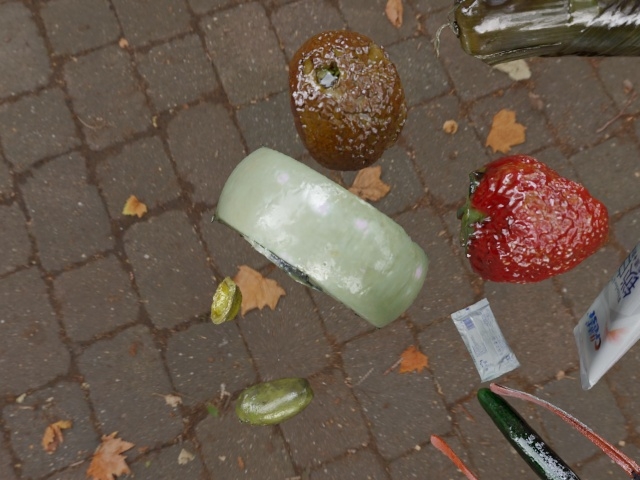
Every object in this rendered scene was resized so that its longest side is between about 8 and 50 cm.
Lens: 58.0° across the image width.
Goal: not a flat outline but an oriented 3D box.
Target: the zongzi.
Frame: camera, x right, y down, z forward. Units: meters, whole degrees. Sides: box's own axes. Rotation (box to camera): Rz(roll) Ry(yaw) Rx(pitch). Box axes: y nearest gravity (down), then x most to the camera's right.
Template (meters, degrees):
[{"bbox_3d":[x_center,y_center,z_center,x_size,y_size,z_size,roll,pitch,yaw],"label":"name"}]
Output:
[{"bbox_3d":[0.270,-0.215,0.570,0.248,0.111,0.241,-18,43,-7],"label":"zongzi"}]

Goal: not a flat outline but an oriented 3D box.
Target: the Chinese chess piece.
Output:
[{"bbox_3d":[0.000,0.000,0.918,0.349,0.349,0.146,34,87,3],"label":"Chinese chess piece"}]

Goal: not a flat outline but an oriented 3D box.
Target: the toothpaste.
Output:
[{"bbox_3d":[0.331,0.010,0.539,0.066,0.323,0.100,22,36,1],"label":"toothpaste"}]

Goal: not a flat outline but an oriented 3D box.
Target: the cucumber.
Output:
[{"bbox_3d":[0.376,0.369,1.025,0.056,0.056,0.284,-33,48,-10],"label":"cucumber"}]

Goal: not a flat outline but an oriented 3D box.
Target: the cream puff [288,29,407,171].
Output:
[{"bbox_3d":[0.069,-0.288,1.178,0.212,0.303,0.303,-11,78,20],"label":"cream puff"}]

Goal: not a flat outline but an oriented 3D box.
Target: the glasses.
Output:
[{"bbox_3d":[0.314,0.311,0.809,0.234,0.118,0.268,-26,54,-36],"label":"glasses"}]

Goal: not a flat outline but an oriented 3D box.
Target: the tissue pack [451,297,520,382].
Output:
[{"bbox_3d":[0.426,0.257,1.490,0.123,0.026,0.193,-20,80,-22],"label":"tissue pack"}]

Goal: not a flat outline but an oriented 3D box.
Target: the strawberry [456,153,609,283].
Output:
[{"bbox_3d":[0.410,-0.031,1.114,0.277,0.257,0.257,5,78,7],"label":"strawberry"}]

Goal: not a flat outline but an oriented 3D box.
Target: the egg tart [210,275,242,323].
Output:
[{"bbox_3d":[-0.183,0.122,1.138,0.039,0.105,0.105,22,76,-25],"label":"egg tart"}]

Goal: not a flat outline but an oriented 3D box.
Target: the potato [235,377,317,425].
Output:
[{"bbox_3d":[-0.131,0.471,1.683,0.251,0.149,0.113,-13,108,10],"label":"potato"}]
